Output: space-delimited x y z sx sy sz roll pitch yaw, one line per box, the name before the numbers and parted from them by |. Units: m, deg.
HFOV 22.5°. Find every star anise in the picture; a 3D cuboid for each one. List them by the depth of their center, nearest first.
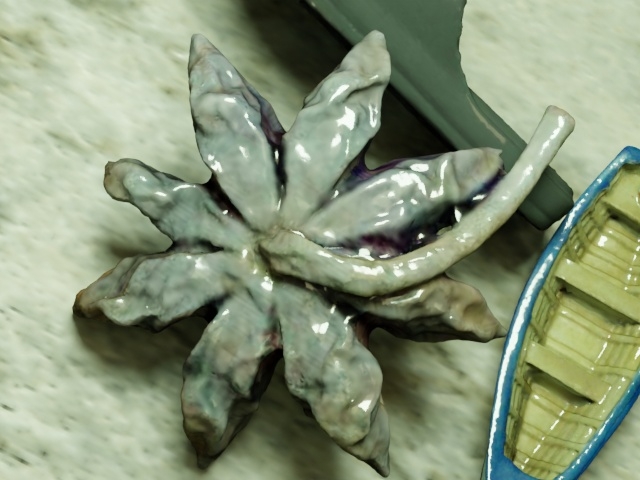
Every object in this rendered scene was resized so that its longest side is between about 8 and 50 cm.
star anise | 0.000 -0.001 0.756 0.262 0.081 0.230 -22 83 7

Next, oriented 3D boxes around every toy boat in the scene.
toy boat | 0.132 0.056 0.834 0.080 0.046 0.229 30 70 -5

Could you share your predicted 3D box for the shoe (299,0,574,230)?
shoe | 0.059 -0.116 0.825 0.093 0.108 0.241 -44 95 5
